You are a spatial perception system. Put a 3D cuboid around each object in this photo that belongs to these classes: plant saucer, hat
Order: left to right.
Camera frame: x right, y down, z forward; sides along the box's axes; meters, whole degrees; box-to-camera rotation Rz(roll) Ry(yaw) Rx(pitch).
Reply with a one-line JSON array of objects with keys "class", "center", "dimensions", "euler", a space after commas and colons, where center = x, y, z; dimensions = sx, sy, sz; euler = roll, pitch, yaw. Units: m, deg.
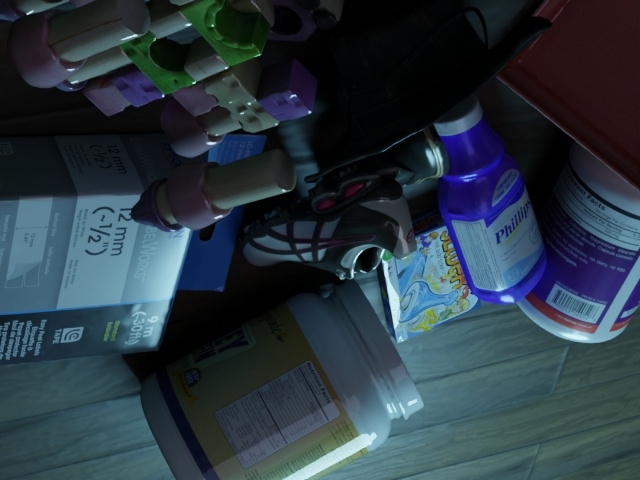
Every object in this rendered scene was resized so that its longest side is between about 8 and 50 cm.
[{"class": "hat", "center": [0.079, -0.192, 1.439], "dimensions": [0.331, 0.331, 0.134], "euler": [-35, 99, 5]}, {"class": "plant saucer", "center": [0.382, -0.226, 1.592], "dimensions": [0.259, 0.258, 0.048], "euler": [-51, 179, 21]}]

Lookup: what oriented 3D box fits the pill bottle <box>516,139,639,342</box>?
[{"class": "pill bottle", "center": [0.388, -0.030, 1.788], "dimensions": [0.181, 0.181, 0.323], "euler": [-2, 131, -29]}]

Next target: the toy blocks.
[{"class": "toy blocks", "center": [-0.173, -0.193, 1.306], "dimensions": [0.260, 0.309, 0.288], "euler": [-15, 136, 33]}]

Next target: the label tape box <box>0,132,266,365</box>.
[{"class": "label tape box", "center": [-0.229, 0.008, 1.513], "dimensions": [0.347, 0.115, 0.249], "euler": [-2, 132, -27]}]

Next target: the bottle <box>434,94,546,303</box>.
[{"class": "bottle", "center": [0.205, -0.054, 1.687], "dimensions": [0.118, 0.092, 0.283], "euler": [-48, 130, -33]}]

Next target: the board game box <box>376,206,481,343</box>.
[{"class": "board game box", "center": [0.147, 0.044, 1.829], "dimensions": [0.136, 0.035, 0.201], "euler": [-23, 138, -8]}]

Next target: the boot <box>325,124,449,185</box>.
[{"class": "boot", "center": [0.072, -0.085, 1.578], "dimensions": [0.137, 0.077, 0.198], "euler": [-20, 168, -6]}]

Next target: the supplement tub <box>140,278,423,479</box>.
[{"class": "supplement tub", "center": [-0.049, 0.207, 1.729], "dimensions": [0.316, 0.228, 0.228], "euler": [-29, 139, -3]}]

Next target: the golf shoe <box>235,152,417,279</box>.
[{"class": "golf shoe", "center": [0.000, 0.000, 1.563], "dimensions": [0.105, 0.120, 0.273], "euler": [-27, -179, -40]}]
